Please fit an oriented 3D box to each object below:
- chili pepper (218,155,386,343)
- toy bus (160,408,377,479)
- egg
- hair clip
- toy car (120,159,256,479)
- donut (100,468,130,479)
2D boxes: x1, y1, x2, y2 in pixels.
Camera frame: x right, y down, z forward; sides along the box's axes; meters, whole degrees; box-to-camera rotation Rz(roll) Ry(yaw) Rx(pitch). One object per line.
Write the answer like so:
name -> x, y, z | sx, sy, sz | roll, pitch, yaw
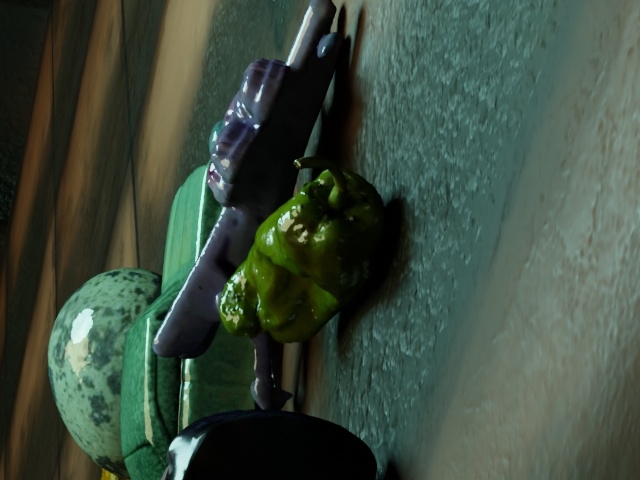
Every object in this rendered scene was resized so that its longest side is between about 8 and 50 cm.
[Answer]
chili pepper -> 0.000, 0.003, 1.160 | 0.073, 0.072, 0.204 | -43, -4, -32
toy bus -> -0.040, 0.252, 1.079 | 0.147, 0.127, 0.303 | 121, 152, -66
egg -> -0.153, 0.108, 1.591 | 0.132, 0.132, 0.172 | -172, 78, -76
hair clip -> -0.047, -0.027, 1.291 | 0.137, 0.090, 0.278 | -17, -64, -83
toy car -> -0.090, 0.102, 1.407 | 0.141, 0.097, 0.321 | 140, 135, -69
donut -> -0.165, 0.252, 1.718 | 0.152, 0.058, 0.152 | -174, 90, -77
